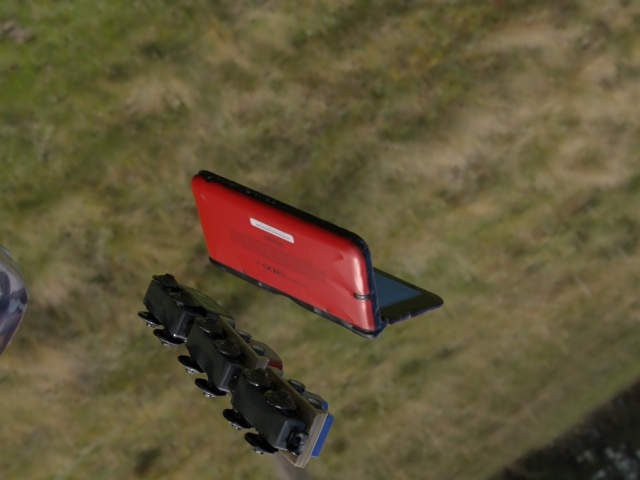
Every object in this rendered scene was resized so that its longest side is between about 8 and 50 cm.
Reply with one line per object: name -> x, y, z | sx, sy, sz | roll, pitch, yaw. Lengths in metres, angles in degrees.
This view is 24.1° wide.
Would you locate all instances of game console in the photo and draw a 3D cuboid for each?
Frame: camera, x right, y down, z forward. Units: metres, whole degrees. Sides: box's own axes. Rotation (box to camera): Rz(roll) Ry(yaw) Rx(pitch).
game console -> 0.000, 0.000, 1.004 | 0.085, 0.144, 0.124 | -45, 143, -32

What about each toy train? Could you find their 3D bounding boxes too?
toy train -> -0.035, 0.052, 0.623 | 0.036, 0.158, 0.027 | 19, 100, -31

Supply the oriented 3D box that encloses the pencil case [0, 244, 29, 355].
pencil case -> -0.179, 0.171, 0.414 | 0.160, 0.410, 0.183 | -9, 157, 31
